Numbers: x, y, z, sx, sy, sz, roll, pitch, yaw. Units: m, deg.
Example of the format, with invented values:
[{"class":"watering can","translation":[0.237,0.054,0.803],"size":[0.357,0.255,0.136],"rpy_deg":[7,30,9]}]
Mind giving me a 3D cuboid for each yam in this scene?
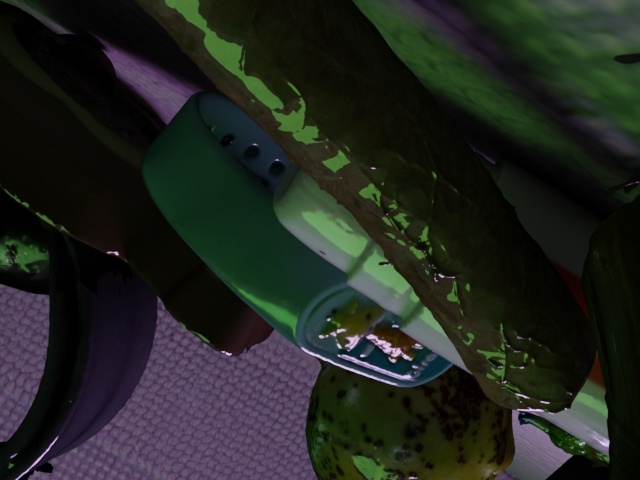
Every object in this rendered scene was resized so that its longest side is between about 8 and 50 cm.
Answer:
[{"class":"yam","translation":[0.012,-0.043,0.444],"size":[0.299,0.066,0.066],"rpy_deg":[48,166,-24]}]

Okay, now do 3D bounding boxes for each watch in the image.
[{"class":"watch","translation":[0.000,0.000,0.712],"size":[0.237,0.068,0.195],"rpy_deg":[24,-158,-44]},{"class":"watch","translation":[-0.230,0.038,0.809],"size":[0.335,0.327,0.314],"rpy_deg":[41,-171,3]}]

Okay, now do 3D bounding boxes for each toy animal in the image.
[{"class":"toy animal","translation":[0.316,0.231,1.281],"size":[0.217,0.041,0.075],"rpy_deg":[20,166,37]}]

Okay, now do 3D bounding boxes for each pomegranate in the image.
[{"class":"pomegranate","translation":[0.081,0.132,1.155],"size":[0.204,0.276,0.222],"rpy_deg":[-8,161,3]}]

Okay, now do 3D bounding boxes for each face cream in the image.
[{"class":"face cream","translation":[0.136,0.046,0.577],"size":[0.345,0.102,0.102],"rpy_deg":[32,172,-3]}]

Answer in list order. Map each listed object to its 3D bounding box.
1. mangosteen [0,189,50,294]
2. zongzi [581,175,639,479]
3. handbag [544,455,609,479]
[{"class":"mangosteen","translation":[-0.242,-0.074,1.050],"size":[0.211,0.211,0.250],"rpy_deg":[17,132,63]},{"class":"zongzi","translation":[0.119,0.079,0.432],"size":[0.187,0.184,0.084],"rpy_deg":[62,149,3]},{"class":"handbag","translation":[0.390,0.349,1.347],"size":[0.302,0.178,0.275],"rpy_deg":[27,-145,24]}]
